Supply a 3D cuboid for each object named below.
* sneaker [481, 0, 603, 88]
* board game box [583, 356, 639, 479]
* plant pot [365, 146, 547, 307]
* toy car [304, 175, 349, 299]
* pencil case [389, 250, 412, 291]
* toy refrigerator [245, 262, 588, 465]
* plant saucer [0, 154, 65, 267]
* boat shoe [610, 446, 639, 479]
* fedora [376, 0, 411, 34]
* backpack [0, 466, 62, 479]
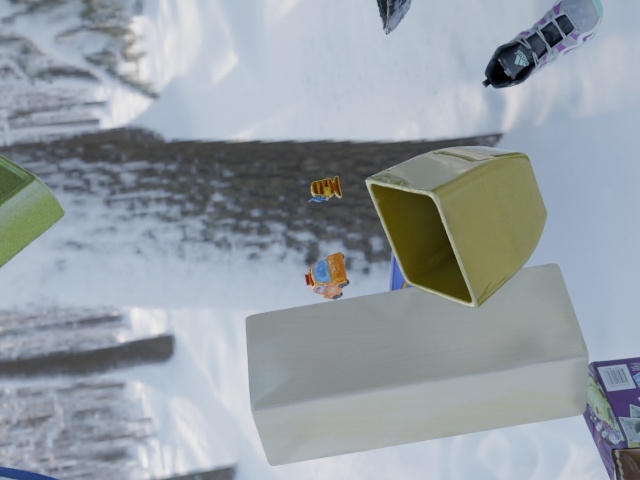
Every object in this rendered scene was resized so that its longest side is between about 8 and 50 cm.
[{"bbox_3d":[0.154,-0.136,0.773,0.038,0.069,0.098,51,140,3],"label":"sneaker"},{"bbox_3d":[0.425,0.204,1.056,0.056,0.346,0.208,-60,41,46],"label":"board game box"},{"bbox_3d":[0.094,-0.019,0.686,0.081,0.083,0.081,17,134,60],"label":"plant pot"},{"bbox_3d":[0.000,0.000,1.097,0.060,0.040,0.122,153,111,-74],"label":"toy car"},{"bbox_3d":[0.154,0.058,1.575,0.119,0.133,0.306,101,176,-82],"label":"pencil case"},{"bbox_3d":[0.079,0.107,0.912,0.094,0.269,0.102,78,-178,-45],"label":"toy refrigerator"},{"bbox_3d":[-0.355,-0.047,0.993,0.045,0.188,0.188,-63,-6,36],"label":"plant saucer"},{"bbox_3d":[0.226,0.305,0.738,0.122,0.120,0.324,24,-123,-66],"label":"boat shoe"},{"bbox_3d":[-0.032,-0.284,0.710,0.334,0.152,0.334,-8,-90,-89],"label":"fedora"},{"bbox_3d":[-0.171,0.184,0.265,0.290,0.273,0.355,31,175,37],"label":"backpack"}]
